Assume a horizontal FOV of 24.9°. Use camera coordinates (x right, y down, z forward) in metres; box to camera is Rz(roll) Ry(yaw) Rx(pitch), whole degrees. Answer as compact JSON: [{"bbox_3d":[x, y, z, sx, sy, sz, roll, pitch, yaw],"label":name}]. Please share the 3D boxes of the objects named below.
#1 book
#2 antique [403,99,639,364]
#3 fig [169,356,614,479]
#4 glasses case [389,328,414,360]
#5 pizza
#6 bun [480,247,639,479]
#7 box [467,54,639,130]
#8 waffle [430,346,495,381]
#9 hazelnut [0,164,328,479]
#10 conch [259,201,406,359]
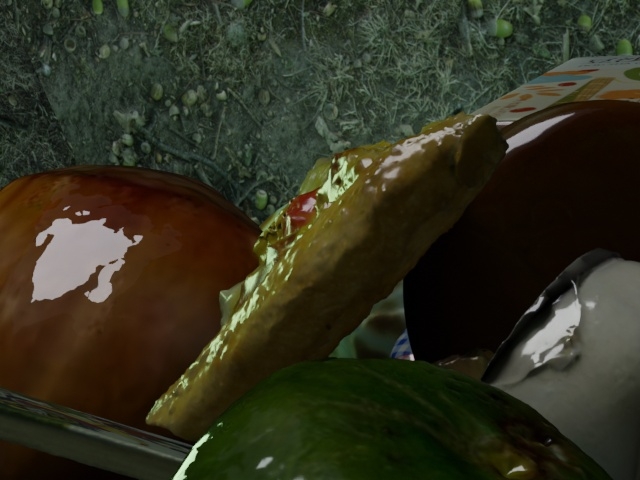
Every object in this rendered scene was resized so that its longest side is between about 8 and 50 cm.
[{"bbox_3d":[-0.056,0.132,0.821,0.322,0.018,0.228,19,-6,-14],"label":"book"},{"bbox_3d":[0.183,0.017,0.964,0.278,0.224,0.129,-32,6,0],"label":"antique"},{"bbox_3d":[0.013,0.179,0.542,0.235,0.203,0.203,-68,-11,18],"label":"fig"},{"bbox_3d":[0.162,0.071,1.167,0.125,0.076,0.327,16,22,22],"label":"glasses case"},{"bbox_3d":[0.000,0.000,0.930,0.280,0.075,0.288,-47,8,11],"label":"pizza"},{"bbox_3d":[0.153,0.101,0.780,0.173,0.120,0.173,-44,-21,-22],"label":"bun"},{"bbox_3d":[0.359,-0.099,1.433,0.344,0.122,0.385,2,17,27],"label":"box"},{"bbox_3d":[0.030,0.114,0.849,0.160,0.046,0.192,-18,-12,-36],"label":"waffle"},{"bbox_3d":[-0.161,0.113,1.099,0.372,0.315,0.372,-59,-12,-21],"label":"hazelnut"},{"bbox_3d":[0.025,0.074,1.383,0.197,0.250,0.368,19,-12,-42],"label":"conch"}]
